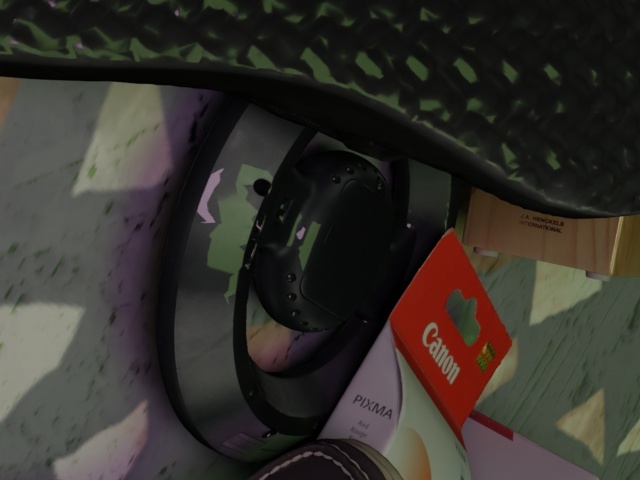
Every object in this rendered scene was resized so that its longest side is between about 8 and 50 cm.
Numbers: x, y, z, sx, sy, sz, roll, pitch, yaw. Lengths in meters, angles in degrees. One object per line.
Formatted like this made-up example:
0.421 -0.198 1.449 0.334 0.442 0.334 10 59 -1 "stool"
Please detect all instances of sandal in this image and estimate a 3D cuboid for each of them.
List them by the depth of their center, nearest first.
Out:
-0.004 -0.114 0.654 0.446 0.107 0.167 11 85 -33 "sandal"

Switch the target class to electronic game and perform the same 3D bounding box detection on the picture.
0.000 0.000 0.795 0.229 0.048 0.229 -34 134 -44 "electronic game"

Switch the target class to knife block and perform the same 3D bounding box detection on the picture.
0.162 -0.102 0.887 0.276 0.088 0.242 5 97 -62 "knife block"

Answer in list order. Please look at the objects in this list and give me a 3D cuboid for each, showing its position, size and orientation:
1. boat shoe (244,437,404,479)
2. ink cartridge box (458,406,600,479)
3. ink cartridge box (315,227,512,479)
-0.073 0.200 0.717 0.285 0.103 0.092 -46 151 4 "boat shoe"
0.111 0.198 0.981 0.127 0.128 0.176 -56 143 -12 "ink cartridge box"
0.058 0.105 0.858 0.179 0.045 0.145 -56 147 -15 "ink cartridge box"
